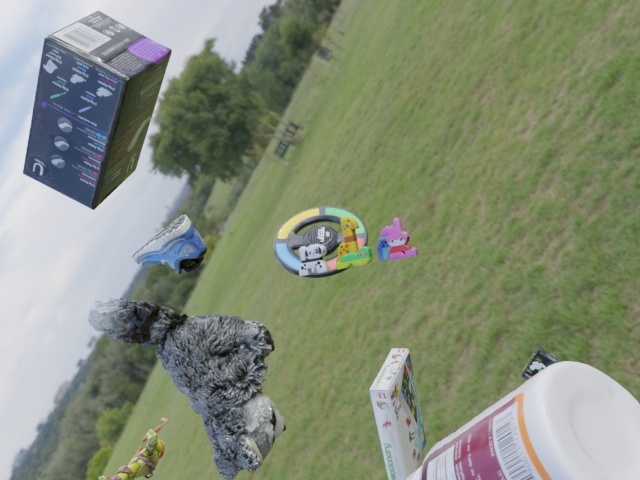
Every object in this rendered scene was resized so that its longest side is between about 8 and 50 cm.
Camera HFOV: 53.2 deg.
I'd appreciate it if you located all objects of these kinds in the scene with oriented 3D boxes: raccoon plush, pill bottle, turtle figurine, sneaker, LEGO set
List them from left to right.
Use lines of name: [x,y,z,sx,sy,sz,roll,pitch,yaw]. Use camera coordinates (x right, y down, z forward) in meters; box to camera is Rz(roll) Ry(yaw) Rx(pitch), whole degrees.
turtle figurine: [-0.475,0.589,1.656,0.217,0.087,0.269,-40,-11,-49]
sneaker: [-0.429,0.042,1.840,0.130,0.147,0.330,-48,16,-32]
raccoon plush: [-0.280,0.317,1.324,0.216,0.447,0.299,115,164,-60]
LEGO set: [0.070,-0.001,1.177,0.087,0.227,0.093,-8,-93,-66]
pill bottle: [0.291,0.368,0.961,0.392,0.224,0.224,-54,12,43]

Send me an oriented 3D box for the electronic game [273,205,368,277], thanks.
electronic game: [0.000,0.000,1.533,0.048,0.229,0.229,78,-157,-44]

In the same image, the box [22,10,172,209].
box: [-0.380,-0.218,1.083,0.270,0.143,0.165,-61,3,35]

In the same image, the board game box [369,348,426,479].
board game box: [0.206,0.460,1.654,0.193,0.053,0.305,-44,-54,-58]

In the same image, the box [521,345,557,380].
box: [0.539,0.312,1.580,0.083,0.052,0.062,-59,-15,7]
